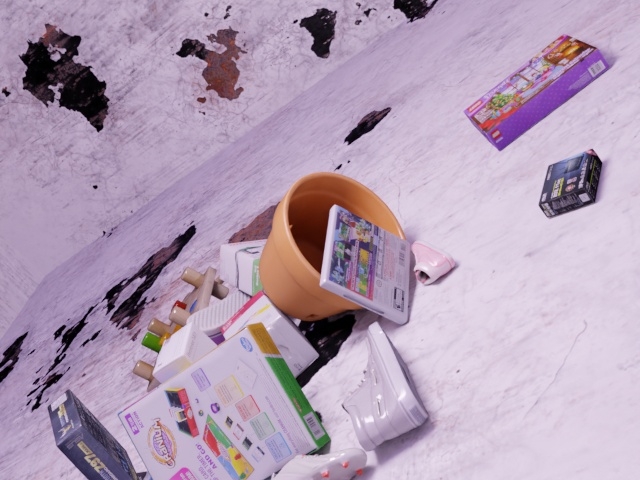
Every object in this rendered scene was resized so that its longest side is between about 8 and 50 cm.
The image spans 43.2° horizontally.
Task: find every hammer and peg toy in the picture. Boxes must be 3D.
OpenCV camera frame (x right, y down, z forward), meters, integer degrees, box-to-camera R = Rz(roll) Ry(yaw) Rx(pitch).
[{"bbox_3d":[-0.335,0.185,2.017,0.266,0.127,0.361,-53,16,24],"label":"hammer and peg toy"}]

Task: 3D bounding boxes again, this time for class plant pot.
[{"bbox_3d":[0.004,0.034,1.654,0.203,0.291,0.290,-44,15,44],"label":"plant pot"}]

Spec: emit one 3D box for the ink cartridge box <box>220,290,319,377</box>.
[{"bbox_3d":[-0.108,0.209,1.673,0.127,0.128,0.176,-43,21,-3],"label":"ink cartridge box"}]

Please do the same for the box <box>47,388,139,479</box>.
[{"bbox_3d":[-0.416,0.385,1.492,0.059,0.183,0.233,-41,20,-13],"label":"box"}]

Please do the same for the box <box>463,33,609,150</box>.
[{"bbox_3d":[0.477,-0.338,1.823,0.293,0.057,0.201,-38,21,10],"label":"box"}]

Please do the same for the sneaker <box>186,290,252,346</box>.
[{"bbox_3d":[-0.185,0.210,1.844,0.282,0.161,0.102,-19,33,-35],"label":"sneaker"}]

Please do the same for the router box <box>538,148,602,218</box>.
[{"bbox_3d":[0.448,-0.102,1.449,0.092,0.038,0.122,-23,28,41],"label":"router box"}]

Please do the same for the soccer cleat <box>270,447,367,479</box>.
[{"bbox_3d":[-0.011,0.365,1.288,0.196,0.068,0.076,-35,39,24],"label":"soccer cleat"}]

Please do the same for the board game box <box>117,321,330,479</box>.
[{"bbox_3d":[-0.176,0.327,1.424,0.317,0.242,0.064,-34,-11,18],"label":"board game box"}]

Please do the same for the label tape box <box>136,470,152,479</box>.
[{"bbox_3d":[-0.437,0.583,1.542,0.348,0.115,0.249,-19,30,41],"label":"label tape box"}]

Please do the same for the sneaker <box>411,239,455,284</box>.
[{"bbox_3d":[0.199,0.043,1.574,0.070,0.051,0.134,-40,25,-11],"label":"sneaker"}]

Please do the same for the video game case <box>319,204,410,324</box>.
[{"bbox_3d":[0.090,0.044,1.541,0.023,0.184,0.201,-46,25,42],"label":"video game case"}]

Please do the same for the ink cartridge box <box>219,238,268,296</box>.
[{"bbox_3d":[-0.117,0.064,1.870,0.160,0.092,0.219,-7,16,-33],"label":"ink cartridge box"}]

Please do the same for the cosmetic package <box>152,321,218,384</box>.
[{"bbox_3d":[-0.207,0.280,1.565,0.086,0.231,0.117,-34,23,17],"label":"cosmetic package"}]

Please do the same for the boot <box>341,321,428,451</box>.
[{"bbox_3d":[0.084,0.237,1.339,0.123,0.095,0.258,-32,23,6],"label":"boot"}]

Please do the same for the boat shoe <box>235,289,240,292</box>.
[{"bbox_3d":[-0.188,0.156,1.985,0.073,0.073,0.207,-19,31,56],"label":"boat shoe"}]
